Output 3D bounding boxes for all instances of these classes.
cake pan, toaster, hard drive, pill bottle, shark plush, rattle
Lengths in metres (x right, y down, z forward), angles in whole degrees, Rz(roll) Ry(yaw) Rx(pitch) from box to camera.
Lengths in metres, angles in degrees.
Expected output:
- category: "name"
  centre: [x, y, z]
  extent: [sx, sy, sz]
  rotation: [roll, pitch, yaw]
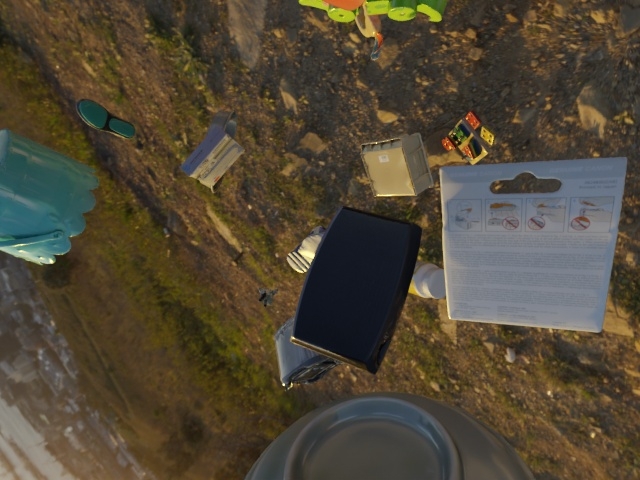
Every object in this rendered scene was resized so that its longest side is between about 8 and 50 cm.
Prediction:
- category: "cake pan"
  centre: [-0.349, -0.310, 1.395]
  extent: [0.054, 0.293, 0.293]
  rotation: [16, 127, -7]
- category: "toaster"
  centre: [-0.036, 0.283, 1.065]
  extent: [0.227, 0.129, 0.147]
  rotation: [-47, 48, 38]
- category: "hard drive"
  centre: [0.056, 0.068, 0.670]
  extent: [0.171, 0.255, 0.054]
  rotation: [16, 165, 20]
- category: "pill bottle"
  centre: [0.348, 0.133, 1.419]
  extent: [0.208, 0.119, 0.119]
  rotation: [14, 124, 66]
- category: "shark plush"
  centre: [-0.191, 0.211, 1.481]
  extent: [0.073, 0.161, 0.067]
  rotation: [6, 87, -7]
- category: "rattle"
  centre: [0.166, -0.590, 1.074]
  extent: [0.130, 0.142, 0.200]
  rotation: [108, 139, -62]

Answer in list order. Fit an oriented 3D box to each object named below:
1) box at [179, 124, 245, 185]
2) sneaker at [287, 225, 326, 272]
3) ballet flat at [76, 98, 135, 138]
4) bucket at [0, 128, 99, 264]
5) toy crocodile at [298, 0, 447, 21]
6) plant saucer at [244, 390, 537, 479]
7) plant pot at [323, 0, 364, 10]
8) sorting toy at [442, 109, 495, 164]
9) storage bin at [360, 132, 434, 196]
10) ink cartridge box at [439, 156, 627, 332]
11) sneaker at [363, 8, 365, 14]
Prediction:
- category: "box"
  centre: [-0.285, -0.224, 1.103]
  extent: [0.038, 0.186, 0.145]
  rotation: [43, 93, 4]
- category: "sneaker"
  centre: [-0.001, 0.000, 1.626]
  extent: [0.127, 0.182, 0.315]
  rotation: [46, 144, -11]
- category: "ballet flat"
  centre: [-0.674, -0.372, 1.260]
  extent: [0.068, 0.213, 0.072]
  rotation: [17, 87, 23]
- category: "bucket"
  centre: [-0.658, -0.094, 0.903]
  extent: [0.281, 0.183, 0.281]
  rotation: [-16, 61, 30]
- category: "toy crocodile"
  centre: [0.120, -0.560, 0.930]
  extent: [0.340, 0.105, 0.115]
  rotation: [4, 93, 7]
- category: "plant saucer"
  centre: [0.066, 0.305, 0.508]
  extent: [0.400, 0.400, 0.101]
  rotation: [1, 113, 37]
- category: "plant pot"
  centre: [-0.031, -0.541, 0.648]
  extent: [0.275, 0.243, 0.275]
  rotation: [180, 90, -70]
- category: "sorting toy"
  centre: [0.459, -0.304, 1.288]
  extent: [0.046, 0.274, 0.132]
  rotation: [-36, 86, -2]
- category: "storage bin"
  centre: [0.331, -0.332, 1.802]
  extent: [0.262, 0.123, 0.261]
  rotation: [8, 124, 54]
- category: "ink cartridge box"
  centre: [0.416, 0.008, 0.842]
  extent: [0.307, 0.091, 0.385]
  rotation: [1, 121, 25]
- category: "sneaker"
  centre: [0.165, -0.784, 1.280]
  extent: [0.127, 0.208, 0.319]
  rotation: [-16, 67, 36]
